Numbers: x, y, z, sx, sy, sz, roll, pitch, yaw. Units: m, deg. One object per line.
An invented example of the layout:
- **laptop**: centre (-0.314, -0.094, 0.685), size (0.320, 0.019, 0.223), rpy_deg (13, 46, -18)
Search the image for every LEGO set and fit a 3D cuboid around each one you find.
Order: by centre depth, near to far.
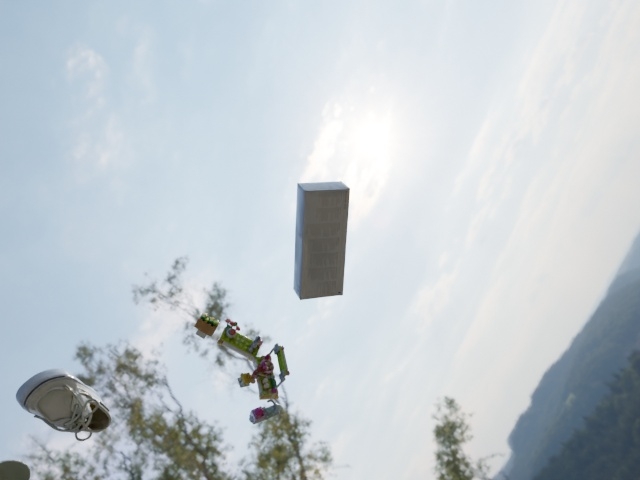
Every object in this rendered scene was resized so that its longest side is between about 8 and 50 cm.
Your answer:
- **LEGO set**: centre (-0.155, 0.250, 1.442), size (0.132, 0.287, 0.107), rpy_deg (-20, -23, -38)

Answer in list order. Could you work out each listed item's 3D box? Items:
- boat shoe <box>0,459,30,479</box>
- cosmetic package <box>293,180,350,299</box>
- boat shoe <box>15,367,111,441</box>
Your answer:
- **boat shoe**: centre (-0.703, 0.490, 1.321), size (0.227, 0.081, 0.079), rpy_deg (11, -102, -61)
- **cosmetic package**: centre (0.000, 0.000, 1.346), size (0.099, 0.060, 0.239), rpy_deg (-3, -68, -17)
- **boat shoe**: centre (-0.656, 0.457, 1.737), size (0.136, 0.156, 0.367), rpy_deg (-46, -22, -15)
